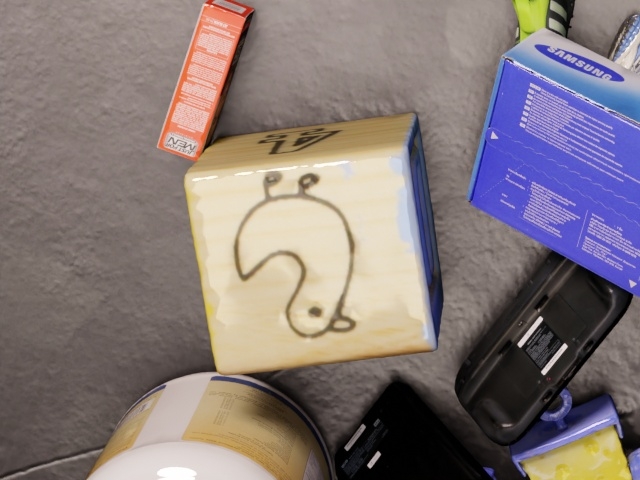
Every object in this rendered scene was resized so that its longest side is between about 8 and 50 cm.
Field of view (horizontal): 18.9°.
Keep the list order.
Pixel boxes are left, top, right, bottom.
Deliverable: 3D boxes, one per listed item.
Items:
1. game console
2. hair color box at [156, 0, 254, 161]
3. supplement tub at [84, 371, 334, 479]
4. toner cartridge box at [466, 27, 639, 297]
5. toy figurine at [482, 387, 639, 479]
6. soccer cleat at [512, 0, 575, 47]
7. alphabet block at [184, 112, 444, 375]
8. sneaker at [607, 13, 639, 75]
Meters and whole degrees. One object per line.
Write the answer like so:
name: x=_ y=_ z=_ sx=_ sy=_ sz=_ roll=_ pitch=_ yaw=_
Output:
game console: x=0.163 y=0.162 z=1.764 sx=0.361 sy=0.044 sz=0.213 roll=-53 pitch=50 yaw=13
hair color box: x=-0.105 y=-0.150 z=1.768 sx=0.043 sy=0.072 sz=0.141 roll=20 pitch=105 yaw=1
supplement tub: x=-0.111 y=0.266 z=1.740 sx=0.228 sy=0.316 sz=0.228 roll=1 pitch=103 yaw=6
toner cartridge box: x=0.301 y=-0.032 z=1.644 sx=0.348 sy=0.075 sz=0.165 roll=30 pitch=132 yaw=22
toy figurine: x=0.274 y=0.223 z=1.767 sx=0.363 sy=0.191 sz=0.217 roll=-23 pitch=95 yaw=9
soccer cleat: x=0.205 y=-0.190 z=1.736 sx=0.060 sy=0.072 sz=0.179 roll=20 pitch=129 yaw=43
alphabet block: x=0.000 y=0.000 z=1.732 sx=0.197 sy=0.193 sz=0.192 roll=-8 pitch=101 yaw=7
sneaker: x=0.279 y=-0.134 z=1.746 sx=0.058 sy=0.052 sz=0.135 roll=24 pitch=105 yaw=-5
